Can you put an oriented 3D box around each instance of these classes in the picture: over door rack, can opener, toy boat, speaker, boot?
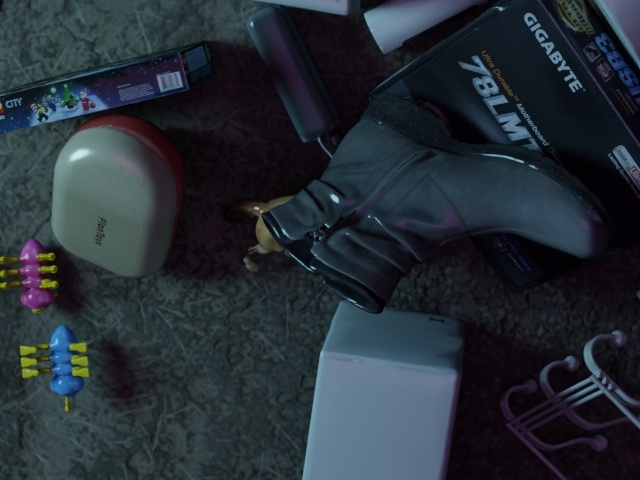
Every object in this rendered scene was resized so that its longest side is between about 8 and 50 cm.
[{"bbox_3d":[0.366,0.264,1.458,0.108,0.239,0.324,-31,81,-26],"label":"over door rack"},{"bbox_3d":[0.009,-0.150,1.504,0.093,0.074,0.280,-29,96,14],"label":"can opener"},{"bbox_3d":[-0.223,-0.071,1.516,0.151,0.151,0.231,24,146,1],"label":"toy boat"},{"bbox_3d":[0.119,-0.267,1.476,0.136,0.055,0.055,-26,98,11],"label":"speaker"},{"bbox_3d":[0.119,-0.004,1.347,0.338,0.118,0.223,26,66,35],"label":"boot"}]

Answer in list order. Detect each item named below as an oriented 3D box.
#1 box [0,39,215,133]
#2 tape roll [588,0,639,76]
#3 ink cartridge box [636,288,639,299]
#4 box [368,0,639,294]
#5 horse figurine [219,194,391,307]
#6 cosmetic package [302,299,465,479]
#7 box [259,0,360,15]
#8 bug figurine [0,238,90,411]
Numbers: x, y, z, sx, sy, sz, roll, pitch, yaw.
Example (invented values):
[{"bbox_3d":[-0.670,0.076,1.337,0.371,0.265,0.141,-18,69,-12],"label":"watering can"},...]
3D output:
[{"bbox_3d":[-0.249,-0.177,1.482,0.233,0.159,0.044,-12,102,8],"label":"box"},{"bbox_3d":[0.308,-0.288,1.332,0.100,0.286,0.286,-34,97,12],"label":"tape roll"},{"bbox_3d":[0.524,0.059,1.422,0.273,0.114,0.198,-40,55,13],"label":"ink cartridge box"},{"bbox_3d":[0.231,-0.108,1.402,0.296,0.073,0.293,54,146,-6],"label":"box"},{"bbox_3d":[0.000,0.000,1.496,0.263,0.174,0.066,17,63,4],"label":"horse figurine"},{"bbox_3d":[0.059,0.323,1.521,0.161,0.230,0.454,9,102,5],"label":"cosmetic package"},{"bbox_3d":[-0.007,-0.345,1.407,0.119,0.182,0.181,8,103,4],"label":"box"},{"bbox_3d":[-0.409,0.103,1.606,0.278,0.072,0.216,1,96,11],"label":"bug figurine"}]
